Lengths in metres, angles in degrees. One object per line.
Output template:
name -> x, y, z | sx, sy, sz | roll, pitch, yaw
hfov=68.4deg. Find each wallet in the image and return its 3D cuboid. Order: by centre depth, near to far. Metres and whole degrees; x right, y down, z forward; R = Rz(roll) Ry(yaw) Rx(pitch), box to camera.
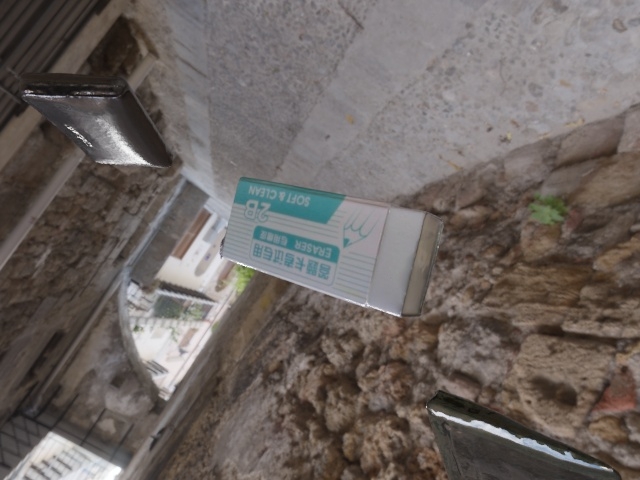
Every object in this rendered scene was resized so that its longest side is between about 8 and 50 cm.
wallet -> 0.195, 0.244, 0.460 | 0.168, 0.052, 0.245 | 14, 141, 39
wallet -> -0.317, -0.165, 0.696 | 0.149, 0.044, 0.250 | 3, 168, -4

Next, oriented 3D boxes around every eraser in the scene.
eraser -> 0.000, 0.000, 0.470 | 0.225, 0.096, 0.052 | 15, -179, 35
